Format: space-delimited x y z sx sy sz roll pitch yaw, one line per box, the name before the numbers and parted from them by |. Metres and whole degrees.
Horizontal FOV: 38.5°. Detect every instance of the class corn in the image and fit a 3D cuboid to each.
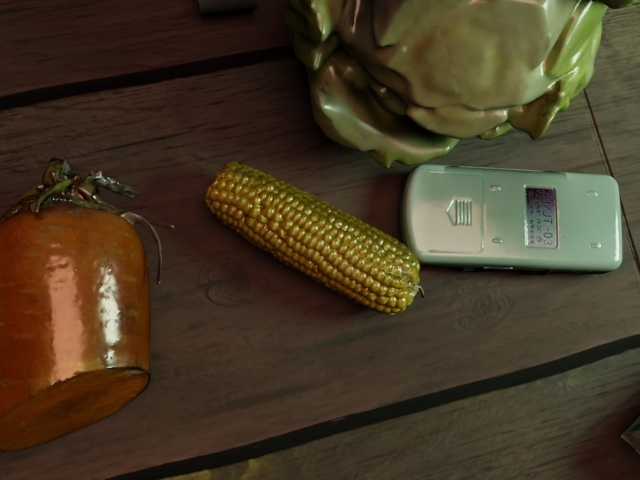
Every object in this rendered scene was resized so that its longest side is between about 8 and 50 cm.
corn | 0.000 0.000 1.144 0.310 0.101 0.102 29 75 -3

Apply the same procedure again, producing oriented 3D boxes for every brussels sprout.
brussels sprout | 0.171 -0.323 1.129 0.425 0.342 0.361 -15 37 19

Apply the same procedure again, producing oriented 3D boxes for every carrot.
carrot | -0.286 0.056 1.036 0.214 0.193 0.331 -17 73 29

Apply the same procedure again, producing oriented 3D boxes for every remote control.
remote control | 0.252 -0.025 1.212 0.296 0.056 0.140 2 76 -7

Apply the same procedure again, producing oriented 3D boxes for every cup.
cup | -0.132 -0.347 1.219 0.077 0.078 0.100 -12 46 -7

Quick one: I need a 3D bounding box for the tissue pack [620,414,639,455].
tissue pack | 0.520 0.225 1.151 0.209 0.156 0.148 -40 84 -13
